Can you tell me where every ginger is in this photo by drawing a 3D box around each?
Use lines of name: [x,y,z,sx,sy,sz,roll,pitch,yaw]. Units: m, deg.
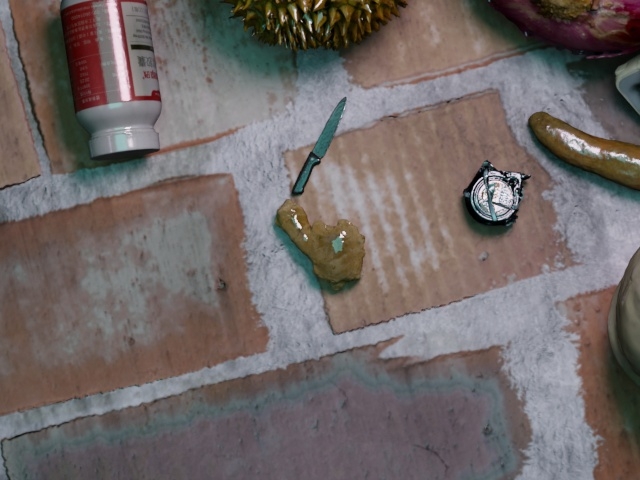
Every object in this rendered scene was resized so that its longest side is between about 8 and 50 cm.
ginger: [0.006,-0.005,1.853,0.165,0.067,0.096,47,113,2]

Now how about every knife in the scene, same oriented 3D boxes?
knife: [0.001,-0.144,1.884,0.023,0.010,0.170,27,89,3]

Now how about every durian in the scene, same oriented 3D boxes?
durian: [0.012,-0.461,1.746,0.347,0.347,0.384,3,121,3]

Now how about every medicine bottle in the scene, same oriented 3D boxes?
medicine bottle: [-0.310,-0.251,1.840,0.131,0.131,0.250,-9,89,3]

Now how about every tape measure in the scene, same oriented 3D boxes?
tape measure: [0.261,-0.068,1.848,0.091,0.054,0.094,20,84,4]

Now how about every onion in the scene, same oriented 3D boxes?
onion: [0.376,-0.445,1.701,0.358,0.358,0.345,14,85,3]

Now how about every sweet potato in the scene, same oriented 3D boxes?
sweet potato: [0.436,-0.122,1.835,0.273,0.075,0.075,19,91,7]

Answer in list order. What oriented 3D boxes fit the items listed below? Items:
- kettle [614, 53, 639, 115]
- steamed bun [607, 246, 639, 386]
kettle: [0.562,-0.200,1.769,0.243,0.210,0.160,39,62,-16]
steamed bun: [0.552,0.098,1.759,0.310,0.219,0.324,45,67,-12]
